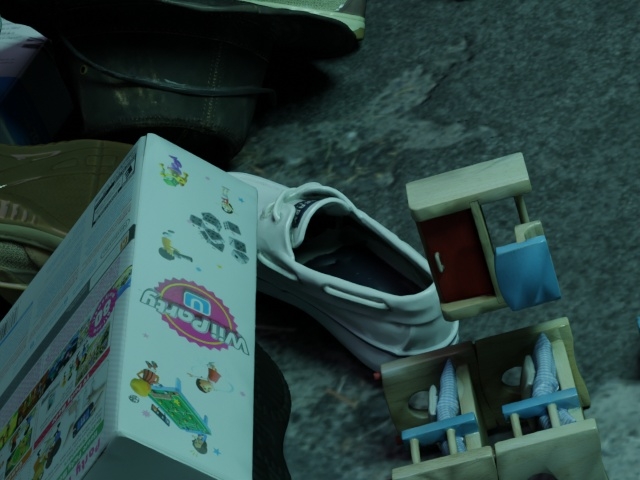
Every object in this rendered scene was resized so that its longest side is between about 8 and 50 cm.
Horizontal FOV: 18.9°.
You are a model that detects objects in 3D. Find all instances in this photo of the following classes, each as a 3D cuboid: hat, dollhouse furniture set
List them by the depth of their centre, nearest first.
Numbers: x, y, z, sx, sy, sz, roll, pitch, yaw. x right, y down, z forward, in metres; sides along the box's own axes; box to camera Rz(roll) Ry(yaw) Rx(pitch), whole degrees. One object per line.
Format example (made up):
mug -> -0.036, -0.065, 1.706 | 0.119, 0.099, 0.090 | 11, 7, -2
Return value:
dollhouse furniture set -> 0.088, 0.070, 1.151 | 0.129, 0.183, 0.129 | -15, 28, 6
hat -> -0.134, -0.126, 1.573 | 0.331, 0.134, 0.331 | 5, -1, 0

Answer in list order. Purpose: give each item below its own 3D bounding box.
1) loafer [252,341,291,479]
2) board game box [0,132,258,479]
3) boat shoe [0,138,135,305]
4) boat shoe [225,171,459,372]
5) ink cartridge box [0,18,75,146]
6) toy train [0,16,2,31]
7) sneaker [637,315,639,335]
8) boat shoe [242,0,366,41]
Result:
loafer -> -0.070, 0.127, 1.275 | 0.078, 0.080, 0.220 | -32, 28, 16
board game box -> -0.139, 0.107, 1.239 | 0.224, 0.097, 0.303 | -50, 23, 30
boat shoe -> -0.212, -0.007, 1.502 | 0.341, 0.110, 0.121 | 11, 43, 13
boat shoe -> 0.000, 0.000, 1.358 | 0.258, 0.084, 0.095 | 29, 52, 34
ink cartridge box -> -0.291, -0.149, 1.748 | 0.139, 0.082, 0.190 | -1, 41, 30
toy train -> -0.368, -0.172, 1.560 | 0.142, 0.190, 0.334 | -13, -16, -34
sneaker -> 0.305, 0.013, 1.200 | 0.229, 0.092, 0.087 | -19, 38, 9
boat shoe -> -0.066, -0.221, 1.631 | 0.223, 0.073, 0.080 | 12, -4, -14
